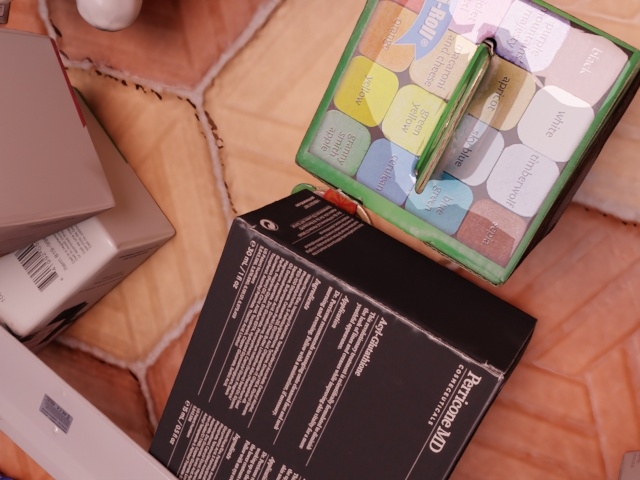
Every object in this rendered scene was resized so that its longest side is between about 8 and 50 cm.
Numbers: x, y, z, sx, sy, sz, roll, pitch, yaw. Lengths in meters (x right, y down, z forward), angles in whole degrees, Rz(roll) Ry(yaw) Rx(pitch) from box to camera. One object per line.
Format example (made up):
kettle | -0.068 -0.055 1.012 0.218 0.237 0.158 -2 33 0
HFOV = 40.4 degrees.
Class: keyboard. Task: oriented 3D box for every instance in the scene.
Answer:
keyboard | -0.190 0.130 0.620 0.256 0.014 0.072 35 112 16

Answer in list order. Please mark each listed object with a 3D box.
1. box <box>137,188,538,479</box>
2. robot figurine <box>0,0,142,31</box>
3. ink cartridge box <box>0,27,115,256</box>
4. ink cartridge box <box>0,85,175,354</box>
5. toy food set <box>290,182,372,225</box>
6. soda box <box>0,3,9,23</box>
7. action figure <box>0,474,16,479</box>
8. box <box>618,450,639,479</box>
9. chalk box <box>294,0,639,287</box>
box | -0.002 0.126 0.584 0.184 0.103 0.261 32 116 17
robot figurine | -0.137 -0.313 0.526 0.300 0.200 0.353 7 106 -20
ink cartridge box | -0.255 -0.043 0.562 0.176 0.127 0.128 -21 90 22
ink cartridge box | -0.242 0.000 0.682 0.208 0.087 0.153 -38 84 22
toy food set | 0.000 0.000 0.619 0.082 0.020 0.083 -38 83 23
soda box | -0.277 -0.314 0.642 0.098 0.091 0.286 19 106 17
action figure | -0.247 0.208 0.715 0.280 0.091 0.139 30 117 16
box | 0.227 0.185 0.512 0.087 0.102 0.101 -10 94 25
chalk box | 0.083 -0.071 0.467 0.132 0.213 0.132 33 109 14
